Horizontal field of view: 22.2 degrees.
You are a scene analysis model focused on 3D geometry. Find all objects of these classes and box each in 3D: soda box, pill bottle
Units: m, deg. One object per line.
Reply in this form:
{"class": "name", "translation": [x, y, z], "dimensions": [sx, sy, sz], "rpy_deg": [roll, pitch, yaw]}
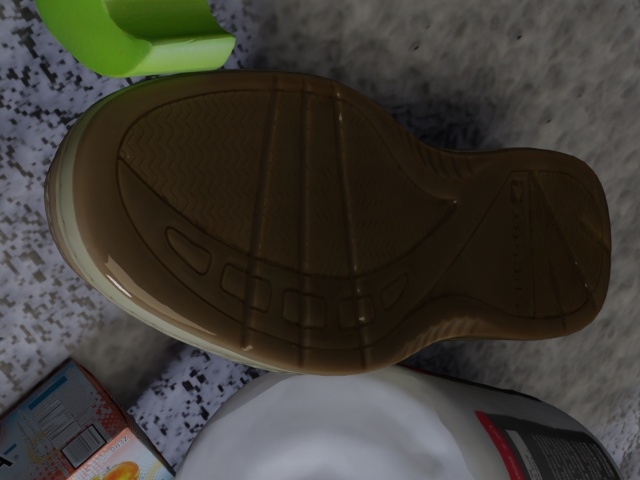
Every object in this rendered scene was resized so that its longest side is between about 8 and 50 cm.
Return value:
{"class": "soda box", "translation": [-0.159, 0.144, 0.768], "dimensions": [0.183, 0.058, 0.063], "rpy_deg": [-40, 139, -7]}
{"class": "pill bottle", "translation": [0.068, 0.162, 0.865], "dimensions": [0.176, 0.176, 0.318], "rpy_deg": [-54, 153, 8]}

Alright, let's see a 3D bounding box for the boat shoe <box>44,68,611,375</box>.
{"class": "boat shoe", "translation": [0.000, 0.000, 0.734], "dimensions": [0.341, 0.110, 0.122], "rpy_deg": [10, 83, -48]}

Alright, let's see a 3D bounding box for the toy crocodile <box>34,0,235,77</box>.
{"class": "toy crocodile", "translation": [-0.028, -0.219, 0.556], "dimensions": [0.115, 0.105, 0.340], "rpy_deg": [5, 117, -43]}
